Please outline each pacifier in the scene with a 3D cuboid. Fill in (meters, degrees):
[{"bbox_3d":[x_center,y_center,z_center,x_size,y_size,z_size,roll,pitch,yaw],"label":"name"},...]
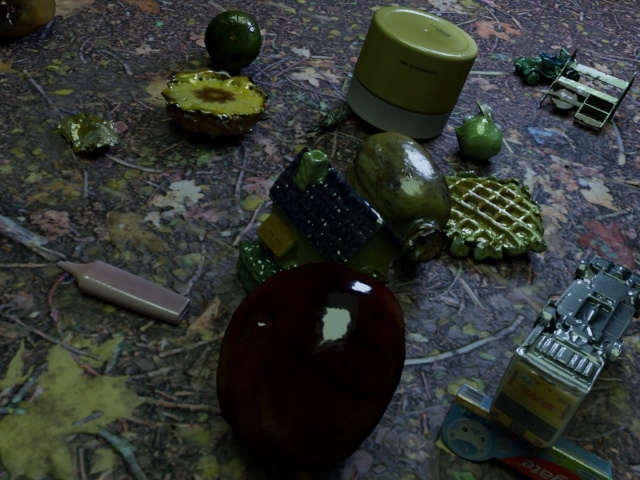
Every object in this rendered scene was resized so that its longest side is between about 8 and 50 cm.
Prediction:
[{"bbox_3d":[0.332,-0.256,1.398,0.064,0.068,0.083,-22,20,13],"label":"pacifier"}]

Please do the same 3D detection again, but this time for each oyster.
[{"bbox_3d":[-0.413,-0.191,1.181,0.122,0.045,0.146,0,39,10],"label":"oyster"}]

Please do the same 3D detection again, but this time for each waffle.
[{"bbox_3d":[0.272,-0.048,1.137,0.208,0.054,0.214,3,44,-3],"label":"waffle"}]

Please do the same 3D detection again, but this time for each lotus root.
[{"bbox_3d":[0.132,-0.059,1.052,0.154,0.154,0.278,-7,46,-18],"label":"lotus root"}]

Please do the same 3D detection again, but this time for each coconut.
[{"bbox_3d":[0.307,-0.201,1.296,0.096,0.087,0.087,23,42,3],"label":"coconut"}]

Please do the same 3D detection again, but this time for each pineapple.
[{"bbox_3d":[-0.198,-0.253,1.258,0.225,0.076,0.224,7,39,-6],"label":"pineapple"}]

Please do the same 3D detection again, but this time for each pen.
[{"bbox_3d":[-0.277,0.065,0.917,0.197,0.032,0.053,21,43,9],"label":"pen"}]

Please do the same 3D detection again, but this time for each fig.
[{"bbox_3d":[-0.004,0.139,0.755,0.214,0.235,0.235,53,46,-9],"label":"fig"},{"bbox_3d":[-0.187,-0.432,1.443,0.123,0.123,0.156,8,12,-3],"label":"fig"}]

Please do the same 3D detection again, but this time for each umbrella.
[{"bbox_3d":[0.047,-0.261,1.355,0.044,0.044,0.269,-9,18,40],"label":"umbrella"}]

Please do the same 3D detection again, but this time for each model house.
[{"bbox_3d":[0.000,0.000,0.913,0.170,0.211,0.194,-18,49,-31],"label":"model house"}]

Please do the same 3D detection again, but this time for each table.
[{"bbox_3d":[0.605,-0.333,1.515,0.146,0.062,0.175,31,77,22],"label":"table"}]

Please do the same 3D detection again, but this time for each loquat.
[{"bbox_3d":[-0.660,-0.524,1.398,0.187,0.176,0.234,-8,55,-19],"label":"loquat"}]

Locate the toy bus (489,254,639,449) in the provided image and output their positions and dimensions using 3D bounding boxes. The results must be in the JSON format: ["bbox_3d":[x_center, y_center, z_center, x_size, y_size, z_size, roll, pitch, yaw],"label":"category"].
[{"bbox_3d":[0.332,0.126,0.852,0.097,0.138,0.343,29,31,24],"label":"toy bus"}]

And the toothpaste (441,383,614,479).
[{"bbox_3d":[0.241,0.254,0.797,0.193,0.070,0.044,27,14,19],"label":"toothpaste"}]

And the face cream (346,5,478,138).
[{"bbox_3d":[0.180,-0.337,1.330,0.218,0.179,0.218,12,38,-10],"label":"face cream"}]

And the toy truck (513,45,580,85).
[{"bbox_3d":[0.552,-0.425,1.605,0.154,0.078,0.080,-3,41,-14],"label":"toy truck"}]
